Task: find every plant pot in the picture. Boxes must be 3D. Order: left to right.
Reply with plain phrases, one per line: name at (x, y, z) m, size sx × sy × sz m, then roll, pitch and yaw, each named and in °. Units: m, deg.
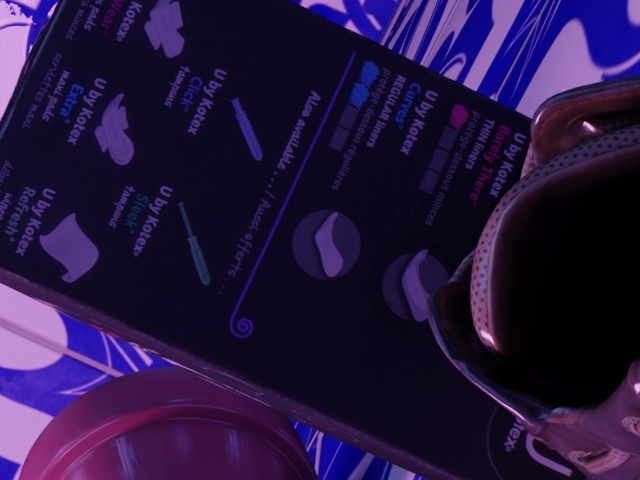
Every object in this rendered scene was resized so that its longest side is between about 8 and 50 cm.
plant pot at (-0.085, 0.206, 1.147) m, size 0.201 × 0.201 × 0.180 m, roll -63°, pitch 21°, yaw 17°

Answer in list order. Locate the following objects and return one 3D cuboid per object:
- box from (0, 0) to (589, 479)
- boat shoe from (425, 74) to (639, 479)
box at (0.000, 0.000, 0.766) m, size 0.165 × 0.270 × 0.143 m, roll 160°, pitch 134°, yaw -82°
boat shoe at (0.105, 0.007, 0.504) m, size 0.132 × 0.130 × 0.355 m, roll -66°, pitch 6°, yaw -10°
